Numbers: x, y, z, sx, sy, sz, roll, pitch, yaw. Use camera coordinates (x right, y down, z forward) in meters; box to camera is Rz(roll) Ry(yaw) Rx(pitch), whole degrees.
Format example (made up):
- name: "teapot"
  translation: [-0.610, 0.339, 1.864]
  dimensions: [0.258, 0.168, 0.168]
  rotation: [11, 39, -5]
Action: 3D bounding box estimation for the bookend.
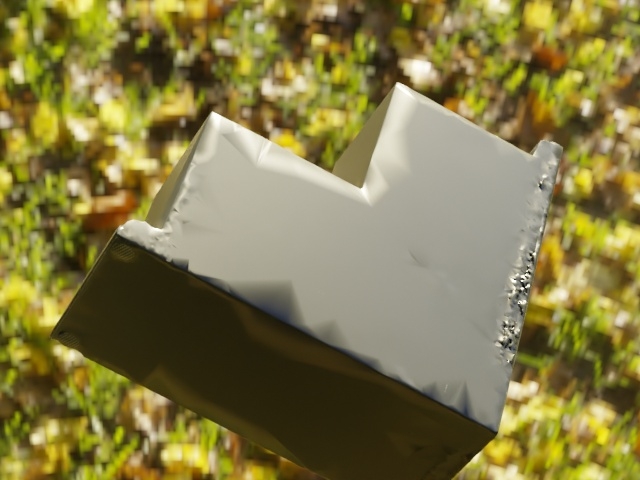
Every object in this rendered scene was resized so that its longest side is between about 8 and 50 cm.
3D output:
- name: "bookend"
  translation: [0.000, 0.000, 0.764]
  dimensions: [0.157, 0.072, 0.156]
  rotation: [27, 47, -10]
